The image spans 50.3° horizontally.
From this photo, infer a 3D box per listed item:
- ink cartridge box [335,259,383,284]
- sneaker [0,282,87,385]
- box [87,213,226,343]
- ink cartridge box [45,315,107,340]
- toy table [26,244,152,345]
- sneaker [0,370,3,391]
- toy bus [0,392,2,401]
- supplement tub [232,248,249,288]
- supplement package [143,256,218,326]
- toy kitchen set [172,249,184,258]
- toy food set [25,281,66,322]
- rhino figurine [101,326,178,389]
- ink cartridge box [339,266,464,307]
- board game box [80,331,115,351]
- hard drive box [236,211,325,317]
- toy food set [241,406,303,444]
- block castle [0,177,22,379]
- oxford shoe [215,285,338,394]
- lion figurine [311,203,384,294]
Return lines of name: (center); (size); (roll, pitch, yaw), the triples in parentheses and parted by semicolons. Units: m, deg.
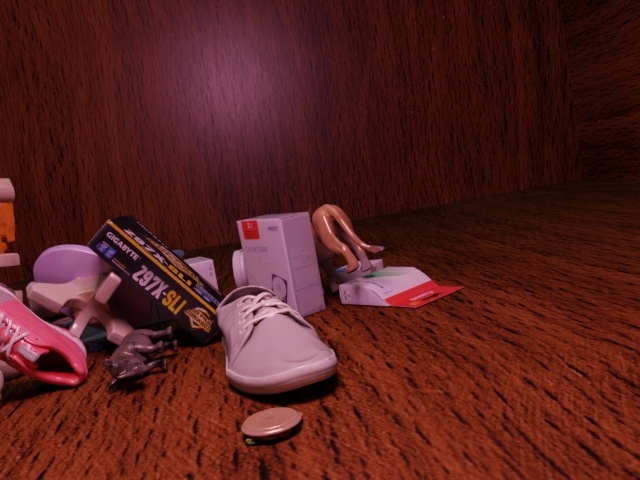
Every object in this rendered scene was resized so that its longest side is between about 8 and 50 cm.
ink cartridge box: (0.102, 0.088, 1.802); (0.089, 0.052, 0.122); (-5, 7, 36)
sneaker: (-0.554, 0.173, 1.249); (0.314, 0.115, 0.136); (37, -8, -31)
box: (-0.346, 0.077, 1.514); (0.079, 0.322, 0.257); (-48, 7, 1)
ink cartridge box: (-0.612, 0.219, 1.702); (0.181, 0.061, 0.104); (-5, 8, 41)
toy table: (-0.503, 0.138, 1.483); (0.275, 0.252, 0.161); (21, 19, -17)
sneaker: (-0.558, 0.277, 1.012); (0.119, 0.110, 0.292); (1, 19, 12)
toy bus: (-0.664, 0.269, 1.189); (0.191, 0.104, 0.202); (-7, 7, 24)
supplement tub: (-0.130, 0.072, 1.880); (0.200, 0.144, 0.144); (-10, 7, 6)
supplement package: (-0.407, 0.135, 1.804); (0.244, 0.133, 0.139); (-12, 7, -23)
toy kitchen set: (-0.440, 0.143, 2.102); (0.122, 0.166, 0.207); (-6, 44, 32)
toy food set: (-0.705, 0.170, 1.754); (0.306, 0.092, 0.220); (-36, -12, 39)
rhino figurine: (-0.341, 0.220, 1.270); (0.107, 0.073, 0.243); (-6, 8, 0)
ink cartridge box: (0.183, 0.104, 1.562); (0.181, 0.056, 0.225); (-16, 8, -42)
board game box: (-0.516, 0.236, 1.597); (0.090, 0.020, 0.090); (-3, 10, 36)
hard drive box: (-0.093, 0.056, 1.592); (0.089, 0.232, 0.181); (-15, 8, -38)
toy food set: (-0.065, 0.242, 0.897); (0.083, 0.020, 0.083); (-10, 7, 4)
block castle: (-0.793, 0.086, 1.455); (0.213, 0.452, 0.303); (-5, 3, -41)
oxford shoe: (-0.096, 0.161, 1.183); (0.169, 0.129, 0.449); (-10, 8, -16)
lion figurine: (0.000, 0.000, 1.643); (0.142, 0.240, 0.392); (-18, -13, -37)
